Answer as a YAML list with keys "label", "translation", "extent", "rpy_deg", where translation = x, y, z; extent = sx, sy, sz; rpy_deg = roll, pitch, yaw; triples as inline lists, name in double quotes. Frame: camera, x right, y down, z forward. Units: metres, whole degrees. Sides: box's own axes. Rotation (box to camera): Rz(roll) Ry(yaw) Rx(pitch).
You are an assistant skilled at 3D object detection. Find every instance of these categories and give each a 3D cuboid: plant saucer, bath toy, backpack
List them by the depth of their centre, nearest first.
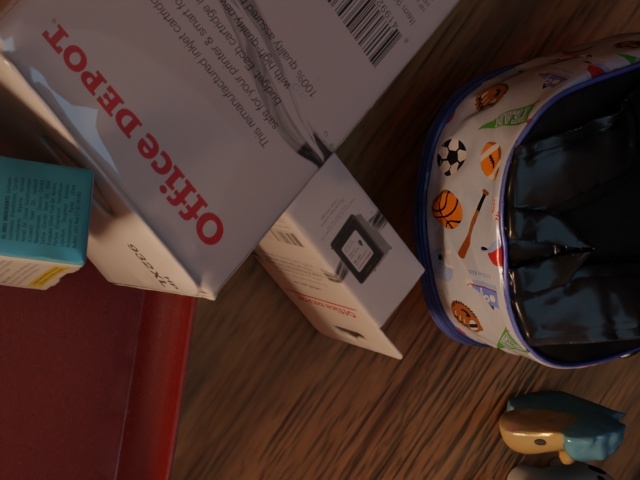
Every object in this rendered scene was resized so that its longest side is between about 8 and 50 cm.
- label: "plant saucer"
  translation: [-0.206, 0.101, 1.200]
  extent: [0.258, 0.047, 0.259]
  rpy_deg: [17, 75, -39]
- label: "backpack"
  translation: [0.190, -0.031, 1.407]
  extent: [0.263, 0.213, 0.277]
  rpy_deg: [-17, 104, -43]
- label: "bath toy"
  translation: [0.203, 0.306, 1.545]
  extent: [0.151, 0.129, 0.348]
  rpy_deg: [-13, 109, -36]

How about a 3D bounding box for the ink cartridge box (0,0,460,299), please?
- label: "ink cartridge box"
  translation: [-0.075, -0.149, 1.195]
  extent: [0.307, 0.129, 0.223]
  rpy_deg: [-51, 119, -23]

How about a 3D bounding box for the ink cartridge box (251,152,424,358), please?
- label: "ink cartridge box"
  translation: [0.000, 0.000, 1.331]
  extent: [0.060, 0.104, 0.180]
  rpy_deg: [-52, 126, -18]

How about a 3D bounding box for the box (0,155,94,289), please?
- label: "box"
  translation: [-0.262, -0.021, 1.071]
  extent: [0.244, 0.100, 0.060]
  rpy_deg: [8, 77, -20]
